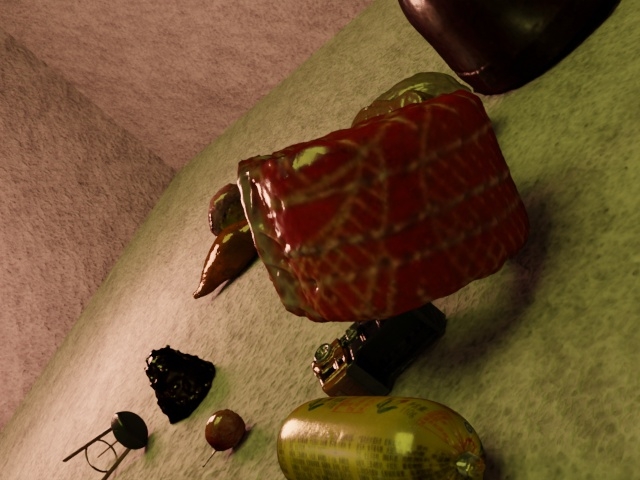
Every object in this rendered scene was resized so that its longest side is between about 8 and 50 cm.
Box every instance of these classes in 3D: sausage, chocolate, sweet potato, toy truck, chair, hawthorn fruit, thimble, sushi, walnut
[{"bbox_3d":[0.056,0.236,0.828,0.347,0.123,0.123,-18,36,56],"label":"sausage"},{"bbox_3d":[-0.313,0.283,1.554,0.156,0.133,0.156,-42,18,17],"label":"chocolate"},{"bbox_3d":[-0.218,0.018,1.884,0.359,0.112,0.112,-48,19,16],"label":"sweet potato"},{"bbox_3d":[0.078,0.145,1.015,0.192,0.083,0.092,-45,25,11],"label":"toy truck"},{"bbox_3d":[-0.457,0.450,1.626,0.221,0.104,0.095,-42,3,28],"label":"chair"},{"bbox_3d":[-0.167,0.335,1.243,0.067,0.066,0.103,-13,53,60],"label":"hawthorn fruit"},{"bbox_3d":[0.079,-0.048,0.974,0.350,0.231,0.350,-19,7,2],"label":"thimble"},{"bbox_3d":[0.311,-0.497,1.350,0.383,0.331,0.384,-44,17,18],"label":"chocolate"},{"bbox_3d":[-0.194,-0.096,1.959,0.241,0.161,0.107,-47,18,10],"label":"sushi"},{"bbox_3d":[0.183,-0.207,1.314,0.230,0.178,0.178,-27,29,48],"label":"walnut"}]

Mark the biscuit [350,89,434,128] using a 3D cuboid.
[{"bbox_3d":[0.114,-0.101,1.228,0.257,0.049,0.273,-9,85,56],"label":"biscuit"}]
